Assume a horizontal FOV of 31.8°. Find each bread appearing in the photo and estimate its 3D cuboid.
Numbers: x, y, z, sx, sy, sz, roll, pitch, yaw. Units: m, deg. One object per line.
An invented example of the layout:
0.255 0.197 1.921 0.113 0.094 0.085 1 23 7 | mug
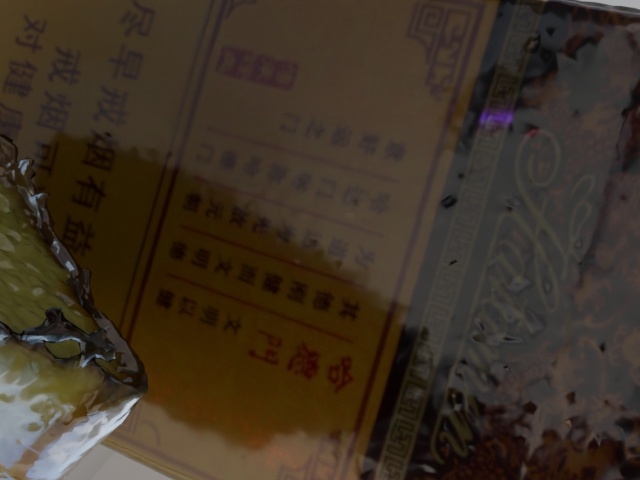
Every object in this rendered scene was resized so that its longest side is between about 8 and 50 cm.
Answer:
-0.175 0.026 0.439 0.129 0.134 0.260 25 -171 -39 | bread

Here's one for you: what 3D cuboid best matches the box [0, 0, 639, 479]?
0.000 0.000 0.555 0.415 0.264 0.116 16 -179 27 | box
